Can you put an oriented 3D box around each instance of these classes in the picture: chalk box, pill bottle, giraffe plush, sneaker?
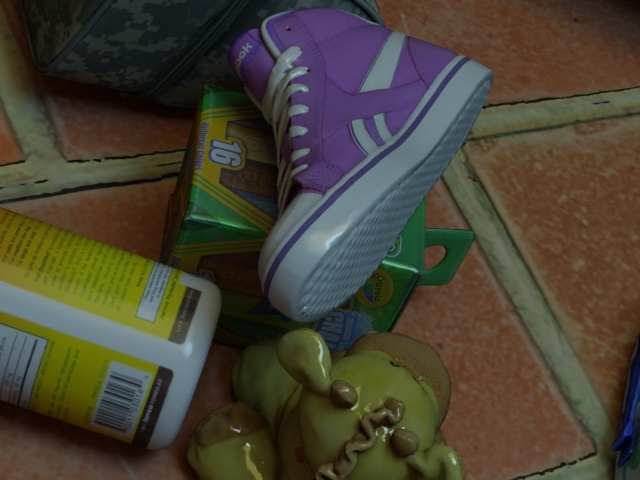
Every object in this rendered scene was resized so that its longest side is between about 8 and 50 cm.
[{"bbox_3d":[0.000,0.000,1.095,0.213,0.132,0.132,13,49,-9],"label":"chalk box"},{"bbox_3d":[-0.179,0.049,0.996,0.215,0.117,0.117,20,48,-5],"label":"pill bottle"},{"bbox_3d":[0.017,0.123,0.974,0.181,0.170,0.210,16,49,-8],"label":"giraffe plush"},{"bbox_3d":[-0.010,-0.061,0.995,0.161,0.102,0.282,28,37,8],"label":"sneaker"}]

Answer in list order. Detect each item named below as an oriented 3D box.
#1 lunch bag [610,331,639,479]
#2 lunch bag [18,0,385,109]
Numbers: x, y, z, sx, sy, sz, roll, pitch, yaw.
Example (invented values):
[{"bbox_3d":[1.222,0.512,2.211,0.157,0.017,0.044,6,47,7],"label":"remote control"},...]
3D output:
[{"bbox_3d":[0.308,0.133,1.136,0.176,0.090,0.219,21,47,0],"label":"lunch bag"},{"bbox_3d":[-0.094,-0.252,1.215,0.256,0.212,0.305,8,51,-37],"label":"lunch bag"}]
